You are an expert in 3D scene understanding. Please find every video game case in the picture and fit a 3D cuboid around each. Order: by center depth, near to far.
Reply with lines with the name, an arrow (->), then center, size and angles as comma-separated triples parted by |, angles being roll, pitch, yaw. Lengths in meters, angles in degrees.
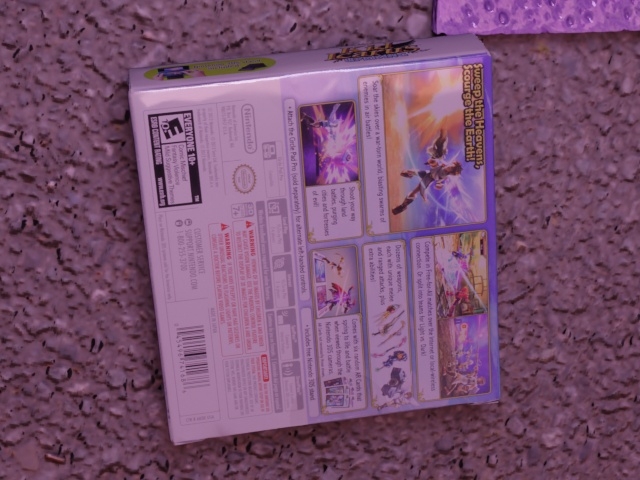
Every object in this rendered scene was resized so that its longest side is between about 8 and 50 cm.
video game case -> 0.000, 0.000, 1.074 | 0.244, 0.061, 0.270 | -6, 113, -5

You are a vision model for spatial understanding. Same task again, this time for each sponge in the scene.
sponge -> 0.183, -0.205, 1.070 | 0.210, 0.031, 0.117 | -2, 106, -7
